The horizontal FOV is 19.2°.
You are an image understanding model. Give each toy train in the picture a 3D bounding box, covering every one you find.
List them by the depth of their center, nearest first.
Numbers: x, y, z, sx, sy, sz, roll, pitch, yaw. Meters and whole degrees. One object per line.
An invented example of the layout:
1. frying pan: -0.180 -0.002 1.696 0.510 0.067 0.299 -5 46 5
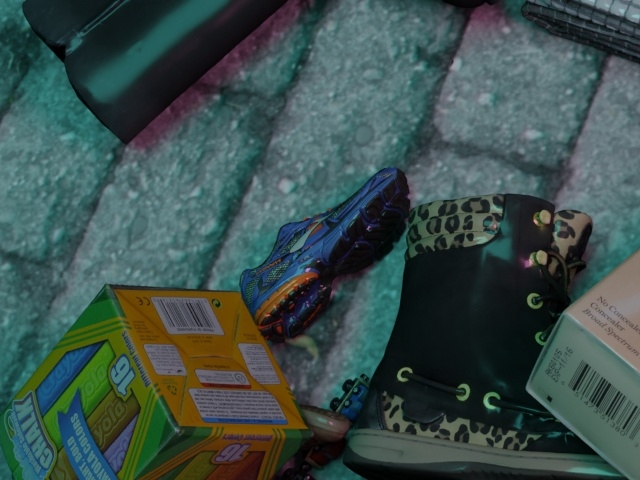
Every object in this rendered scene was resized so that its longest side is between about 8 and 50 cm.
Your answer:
1. toy train: 0.006 0.200 1.871 0.036 0.027 0.158 22 75 52

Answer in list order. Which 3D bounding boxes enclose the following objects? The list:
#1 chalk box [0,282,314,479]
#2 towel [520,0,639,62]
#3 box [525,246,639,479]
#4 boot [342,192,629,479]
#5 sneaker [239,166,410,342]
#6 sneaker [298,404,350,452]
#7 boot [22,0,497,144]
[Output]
1. chalk box: -0.182 0.202 1.829 0.289 0.180 0.179 -50 55 30
2. towel: 0.366 -0.289 1.914 0.283 0.121 0.235 24 75 29
3. box: 0.339 0.063 1.670 0.148 0.121 0.311 39 52 18
4. boot: 0.219 0.106 1.783 0.377 0.138 0.284 0 67 26
5. sneaker: 0.000 0.000 1.940 0.221 0.083 0.087 -42 55 -4
6. sneaker: -0.046 0.193 1.867 0.188 0.066 0.071 5 85 45
7. boot: -0.064 -0.259 2.035 0.445 0.146 0.367 -34 50 -2
